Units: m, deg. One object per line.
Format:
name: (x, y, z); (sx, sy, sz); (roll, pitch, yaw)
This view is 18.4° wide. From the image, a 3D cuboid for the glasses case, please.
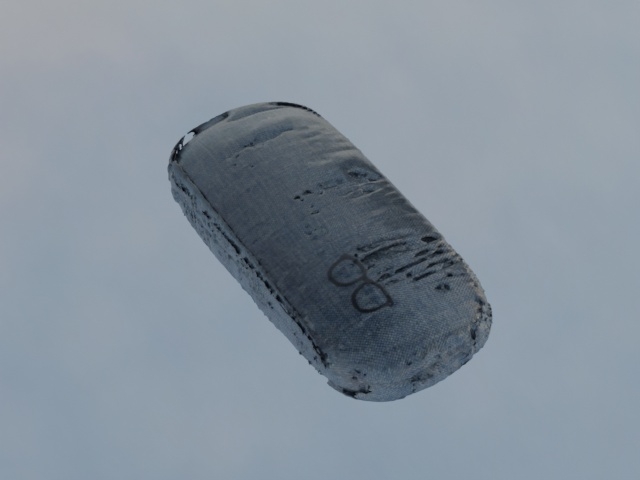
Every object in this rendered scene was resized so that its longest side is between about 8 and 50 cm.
glasses case: (0.000, 0.000, 1.187); (0.109, 0.067, 0.282); (-23, -139, -16)
